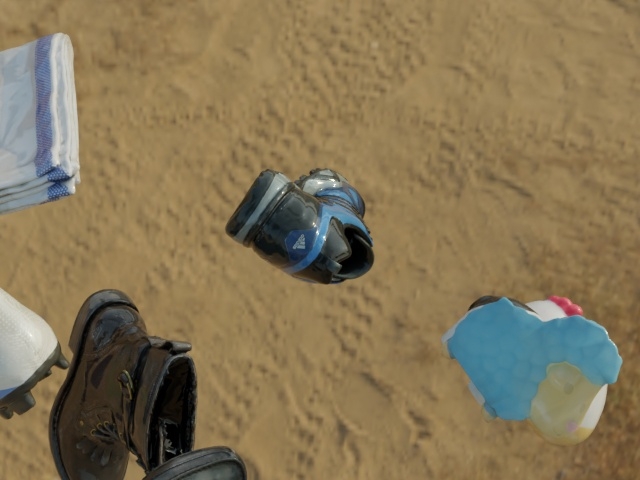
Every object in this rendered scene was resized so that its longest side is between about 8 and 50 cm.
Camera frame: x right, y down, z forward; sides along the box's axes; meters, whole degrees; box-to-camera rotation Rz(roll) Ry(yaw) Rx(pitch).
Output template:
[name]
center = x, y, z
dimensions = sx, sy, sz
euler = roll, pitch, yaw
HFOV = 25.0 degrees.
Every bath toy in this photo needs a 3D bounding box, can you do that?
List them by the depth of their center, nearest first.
[bath toy]
center = 0.200, 0.108, 1.330
dimensions = 0.129, 0.348, 0.151
euler = -33, 86, 5

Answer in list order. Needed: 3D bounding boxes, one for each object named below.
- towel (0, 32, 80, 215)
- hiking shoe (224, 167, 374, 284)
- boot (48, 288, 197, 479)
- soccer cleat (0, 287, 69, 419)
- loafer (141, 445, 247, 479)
[towel]
center = -0.322, -0.072, 1.107
dimensions = 0.285, 0.034, 0.209
euler = -13, 40, 1
[hiking shoe]
center = 0.000, 0.000, 1.553
dimensions = 0.132, 0.113, 0.304
euler = 39, 14, 12
[boot]
center = -0.194, 0.188, 1.444
dimensions = 0.091, 0.263, 0.229
euler = -2, 21, -27
[soccer cleat]
center = -0.365, 0.117, 1.393
dimensions = 0.143, 0.331, 0.116
euler = 50, 48, -12
[loafer]
center = -0.149, 0.253, 1.221
dimensions = 0.223, 0.076, 0.078
euler = -32, 22, -23
